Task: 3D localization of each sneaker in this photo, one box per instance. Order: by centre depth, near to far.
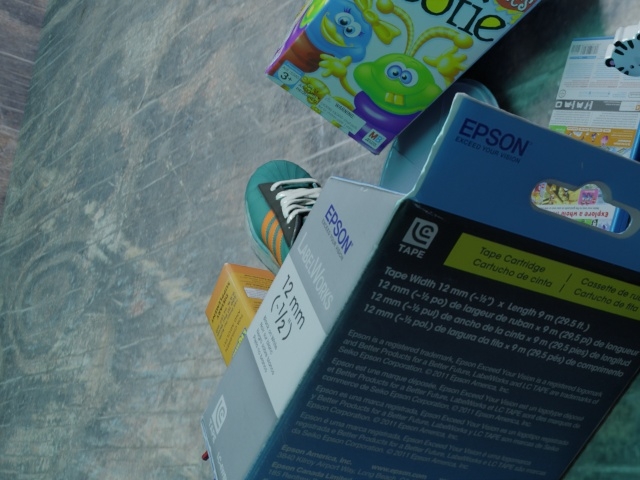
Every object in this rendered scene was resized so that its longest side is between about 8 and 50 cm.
[{"bbox_3d":[0.000,0.000,1.251,0.302,0.108,0.121,-115,27,-42],"label":"sneaker"}]

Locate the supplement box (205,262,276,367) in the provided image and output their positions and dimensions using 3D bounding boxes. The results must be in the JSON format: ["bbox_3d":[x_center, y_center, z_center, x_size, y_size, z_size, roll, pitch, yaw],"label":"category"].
[{"bbox_3d":[-0.058,0.117,1.359,0.078,0.080,0.233,-66,30,21],"label":"supplement box"}]

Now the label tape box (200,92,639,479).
[{"bbox_3d":[0.099,0.058,0.891,0.348,0.249,0.115,-62,29,23],"label":"label tape box"}]

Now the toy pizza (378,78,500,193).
[{"bbox_3d":[0.117,-0.053,1.164,0.201,0.032,0.201,-37,46,50],"label":"toy pizza"}]

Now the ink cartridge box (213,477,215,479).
[{"bbox_3d":[-0.155,0.395,1.432,0.208,0.045,0.206,-56,31,30],"label":"ink cartridge box"}]

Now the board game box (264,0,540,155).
[{"bbox_3d":[0.091,-0.232,1.141,0.275,0.142,0.144,-43,17,46],"label":"board game box"}]

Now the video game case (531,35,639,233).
[{"bbox_3d":[0.222,-0.083,0.995,0.119,0.015,0.166,15,89,63],"label":"video game case"}]

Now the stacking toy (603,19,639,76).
[{"bbox_3d":[0.287,-0.215,0.836,0.221,0.052,0.167,-41,19,47],"label":"stacking toy"}]

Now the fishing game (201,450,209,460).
[{"bbox_3d":[-0.076,0.296,1.343,0.189,0.041,0.264,-49,30,28],"label":"fishing game"}]
